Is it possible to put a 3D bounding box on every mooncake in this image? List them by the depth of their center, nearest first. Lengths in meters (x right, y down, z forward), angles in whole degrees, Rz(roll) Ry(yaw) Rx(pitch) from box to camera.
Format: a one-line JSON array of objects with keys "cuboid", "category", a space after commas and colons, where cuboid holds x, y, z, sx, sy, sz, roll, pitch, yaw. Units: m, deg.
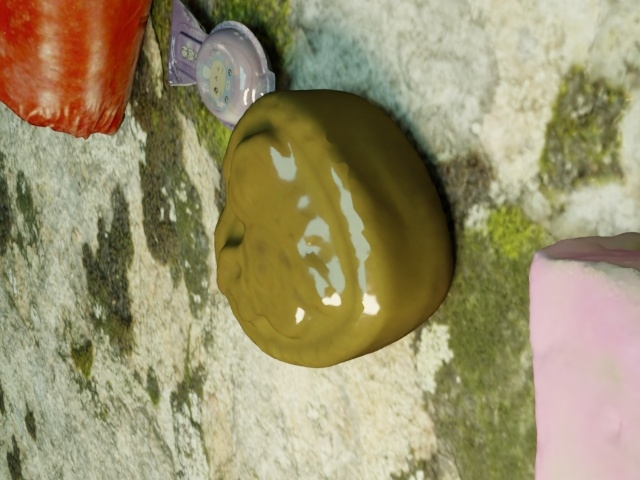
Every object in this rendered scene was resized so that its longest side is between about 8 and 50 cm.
[{"cuboid": [0.000, 0.000, 0.752, 0.235, 0.117, 0.235, 16, 110, 51], "category": "mooncake"}]

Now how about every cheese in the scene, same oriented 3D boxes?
[{"cuboid": [-0.099, -0.168, 0.885, 0.191, 0.042, 0.105, 35, 125, 44], "category": "cheese"}]

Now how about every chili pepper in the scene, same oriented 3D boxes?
[{"cuboid": [-0.294, -0.277, 0.956, 0.251, 0.229, 0.305, 38, 130, 18], "category": "chili pepper"}]

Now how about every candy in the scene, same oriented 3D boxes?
[{"cuboid": [0.201, 0.126, 0.462, 0.116, 0.155, 0.265, -4, 89, 61], "category": "candy"}]
